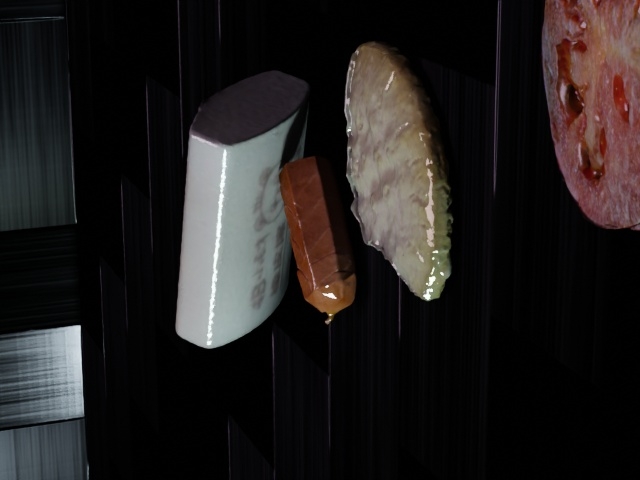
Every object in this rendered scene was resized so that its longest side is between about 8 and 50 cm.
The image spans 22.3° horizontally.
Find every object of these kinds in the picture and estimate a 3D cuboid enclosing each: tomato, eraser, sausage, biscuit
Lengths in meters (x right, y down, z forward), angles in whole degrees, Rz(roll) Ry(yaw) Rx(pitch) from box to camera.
[{"bbox_3d":[0.213,-0.113,1.016,0.225,0.085,0.225,173,90,-74],"label":"tomato"},{"bbox_3d":[-0.087,-0.033,1.785,0.094,0.174,0.270,24,127,21],"label":"eraser"},{"bbox_3d":[0.000,0.000,1.689,0.065,0.065,0.169,127,134,-63],"label":"sausage"},{"bbox_3d":[0.068,-0.066,1.514,0.188,0.040,0.265,120,140,-56],"label":"biscuit"}]
